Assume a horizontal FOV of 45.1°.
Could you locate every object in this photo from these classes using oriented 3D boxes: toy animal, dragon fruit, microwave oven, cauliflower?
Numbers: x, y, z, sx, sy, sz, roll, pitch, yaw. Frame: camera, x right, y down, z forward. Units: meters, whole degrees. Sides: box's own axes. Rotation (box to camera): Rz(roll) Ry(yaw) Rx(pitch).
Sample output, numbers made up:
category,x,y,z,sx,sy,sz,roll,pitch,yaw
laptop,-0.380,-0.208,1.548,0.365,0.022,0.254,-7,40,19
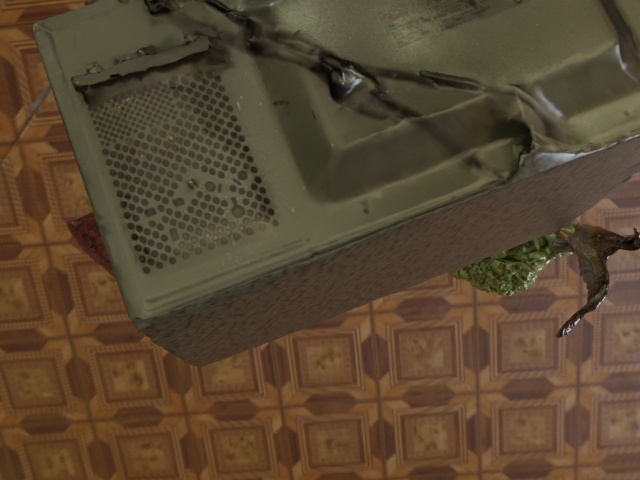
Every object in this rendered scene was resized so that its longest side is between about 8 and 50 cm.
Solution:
category,x,y,z,sx,sy,sz,roll,pitch,yaw
toy animal,0.429,0.013,1.201,0.160,0.197,0.272,36,77,26
dragon fruit,-0.359,-0.048,1.811,0.302,0.330,0.240,46,130,-7
microwave oven,0.035,-0.089,0.669,0.432,0.374,0.236,-21,76,-6
cauliflower,0.379,-0.039,1.646,0.327,0.260,0.281,7,127,25

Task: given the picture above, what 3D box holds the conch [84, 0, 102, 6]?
category,x,y,z,sx,sy,sz,roll,pitch,yaw
conch,-0.218,-0.378,1.286,0.197,0.249,0.368,41,82,14
